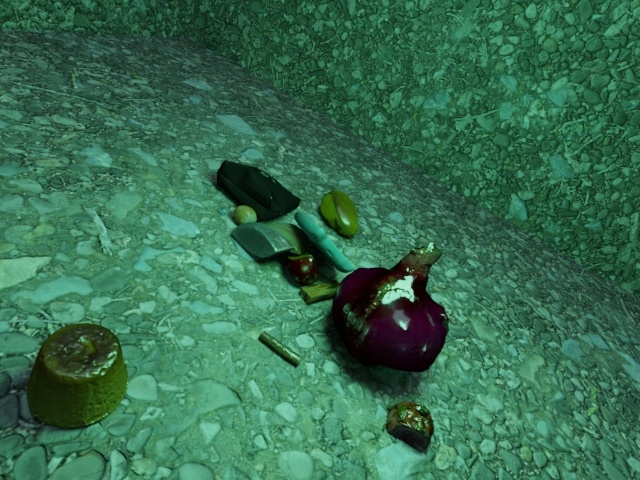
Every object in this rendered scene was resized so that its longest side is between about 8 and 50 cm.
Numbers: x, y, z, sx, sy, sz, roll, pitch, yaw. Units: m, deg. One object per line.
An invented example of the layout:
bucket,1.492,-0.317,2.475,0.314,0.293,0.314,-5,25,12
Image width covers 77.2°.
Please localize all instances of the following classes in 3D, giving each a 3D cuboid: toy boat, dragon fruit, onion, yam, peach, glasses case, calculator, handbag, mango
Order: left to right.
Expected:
handbag,-0.247,-0.225,1.761,0.342,0.152,0.288,40,23,18
toy boat,-0.157,-0.015,1.515,0.294,0.111,0.276,-8,24,-34
yam,-0.120,0.320,1.190,0.145,0.032,0.032,33,34,11
peach,-0.073,0.091,1.455,0.093,0.127,0.172,-27,42,-15
calculator,0.000,0.000,1.519,0.256,0.054,0.386,49,-1,-19
glasses case,0.009,0.186,1.452,0.170,0.041,0.065,-8,35,-41
mango,0.095,-0.124,1.862,0.167,0.130,0.261,13,41,-29
onion,0.237,0.183,1.267,0.399,0.419,0.398,12,27,-6
dragon fruit,0.263,0.511,1.129,0.147,0.096,0.102,29,37,7

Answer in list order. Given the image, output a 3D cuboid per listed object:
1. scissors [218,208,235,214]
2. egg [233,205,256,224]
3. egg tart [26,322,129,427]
scissors,-0.379,-0.121,1.637,0.036,0.006,0.083,41,36,23
egg,-0.303,-0.101,1.597,0.080,0.080,0.096,-9,39,-42
egg tart,-0.515,0.277,0.870,0.203,0.147,0.202,20,32,-13
